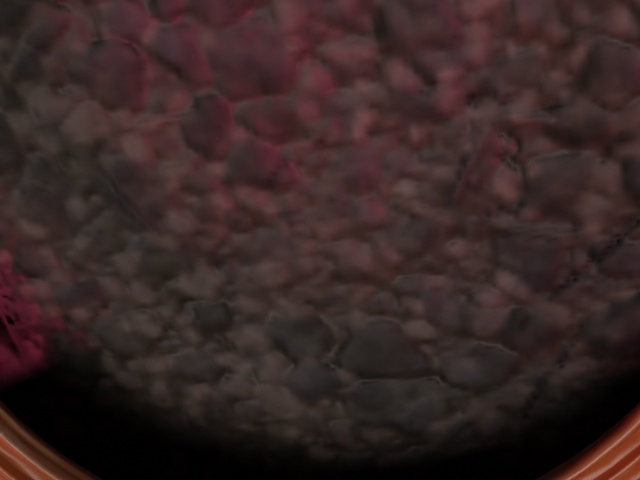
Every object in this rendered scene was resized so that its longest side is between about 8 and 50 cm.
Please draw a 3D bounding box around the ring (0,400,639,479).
[{"bbox_3d":[0.000,0.000,0.295,0.337,0.032,0.336,0,119,0],"label":"ring"}]

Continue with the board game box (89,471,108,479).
[{"bbox_3d":[-0.123,0.231,0.486,0.208,0.056,0.347,30,122,-11],"label":"board game box"}]
